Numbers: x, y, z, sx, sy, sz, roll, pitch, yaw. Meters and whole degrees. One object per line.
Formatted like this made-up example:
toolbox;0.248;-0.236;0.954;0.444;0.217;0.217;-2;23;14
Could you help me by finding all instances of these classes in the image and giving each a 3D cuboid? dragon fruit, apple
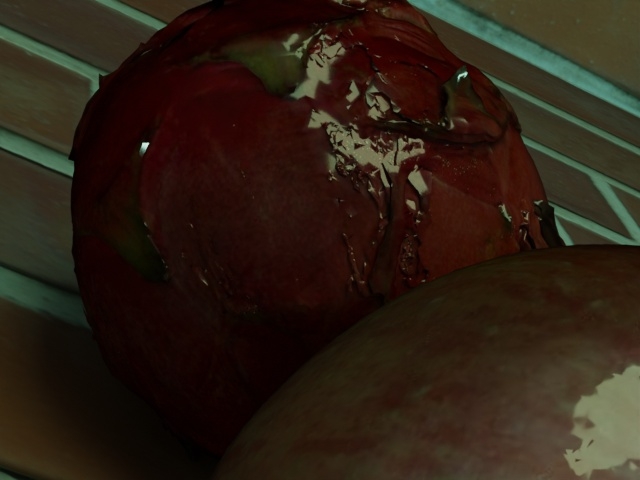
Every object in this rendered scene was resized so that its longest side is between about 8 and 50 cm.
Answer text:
dragon fruit;0.000;0.000;0.985;0.302;0.295;0.295;52;24;10
apple;0.101;0.158;0.734;0.344;0.345;0.269;15;-8;-38
